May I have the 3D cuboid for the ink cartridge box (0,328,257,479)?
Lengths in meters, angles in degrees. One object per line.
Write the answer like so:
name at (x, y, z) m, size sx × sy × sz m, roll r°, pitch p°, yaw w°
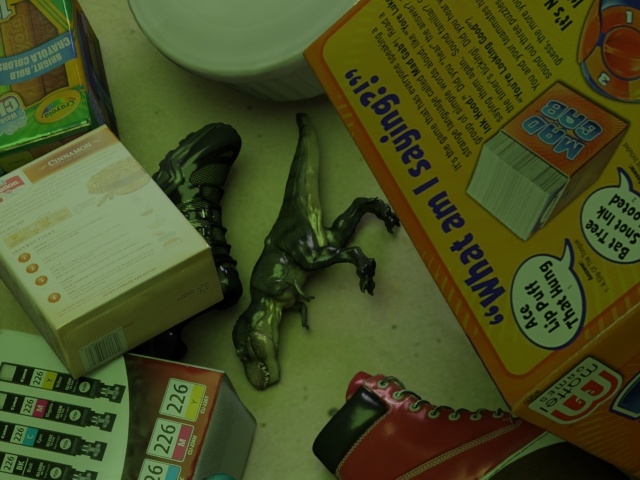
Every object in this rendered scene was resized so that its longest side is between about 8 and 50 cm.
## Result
ink cartridge box at (-0.230, 0.244, 1.611) m, size 0.272 × 0.130 × 0.309 m, roll 9°, pitch 67°, yaw 16°

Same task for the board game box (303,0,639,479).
board game box at (0.278, -0.070, 1.449) m, size 0.356 × 0.356 × 0.356 m, roll -40°, pitch 53°, yaw 16°

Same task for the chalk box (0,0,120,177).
chalk box at (-0.258, -0.106, 1.780) m, size 0.132 × 0.132 × 0.213 m, roll -17°, pitch 63°, yaw 3°

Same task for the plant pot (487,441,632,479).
plant pot at (0.207, 0.273, 1.468) m, size 0.215 × 0.215 × 0.230 m, roll -28°, pitch 61°, yaw -3°

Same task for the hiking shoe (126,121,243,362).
hiking shoe at (-0.107, 0.009, 1.731) m, size 0.114 × 0.086 × 0.227 m, roll 24°, pitch 81°, yaw 16°

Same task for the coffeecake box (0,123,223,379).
coffeecake box at (-0.190, 0.006, 1.634) m, size 0.142 × 0.068 × 0.185 m, roll -29°, pitch 49°, yaw -16°

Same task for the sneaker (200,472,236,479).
sneaker at (0.011, 0.273, 1.531) m, size 0.275 × 0.107 × 0.110 m, roll 43°, pitch 108°, yaw 2°

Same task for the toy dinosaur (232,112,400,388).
toy dinosaur at (0.000, 0.000, 1.723) m, size 0.118 × 0.064 × 0.268 m, roll 4°, pitch 63°, yaw 20°

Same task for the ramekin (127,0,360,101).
ramekin at (-0.033, -0.251, 1.783) m, size 0.273 × 0.127 × 0.273 m, roll -8°, pitch 68°, yaw 22°

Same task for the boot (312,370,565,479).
boot at (0.120, 0.145, 1.617) m, size 0.244 × 0.088 × 0.176 m, roll -33°, pitch 62°, yaw -1°
